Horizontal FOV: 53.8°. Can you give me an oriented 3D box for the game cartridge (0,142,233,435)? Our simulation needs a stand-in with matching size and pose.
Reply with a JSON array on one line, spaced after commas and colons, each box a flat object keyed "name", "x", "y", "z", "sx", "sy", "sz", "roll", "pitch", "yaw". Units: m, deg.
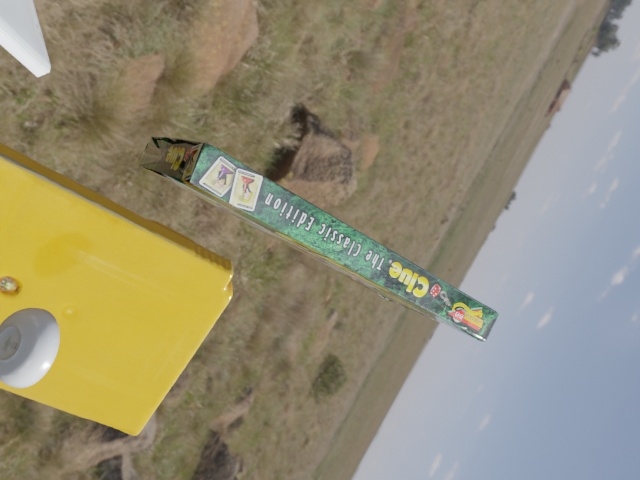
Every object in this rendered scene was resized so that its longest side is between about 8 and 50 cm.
[{"name": "game cartridge", "x": -0.305, "y": 0.078, "z": 0.780, "sx": 0.285, "sy": 0.323, "sz": 0.053, "roll": -54, "pitch": -156, "yaw": 15}]

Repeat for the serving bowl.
[{"name": "serving bowl", "x": -0.307, "y": 0.107, "z": 0.642, "sx": 0.083, "sy": 0.083, "sz": 0.027, "roll": -60, "pitch": 150, "yaw": -6}]

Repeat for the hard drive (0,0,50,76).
[{"name": "hard drive", "x": -0.595, "y": -0.451, "z": 1.109, "sx": 0.040, "sy": 0.203, "sz": 0.307, "roll": -22, "pitch": 163, "yaw": 2}]

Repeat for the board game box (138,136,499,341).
[{"name": "board game box", "x": 0.000, "y": 0.000, "z": 0.466, "sx": 0.136, "sy": 0.259, "sz": 0.030, "roll": 15, "pitch": -102, "yaw": 61}]
